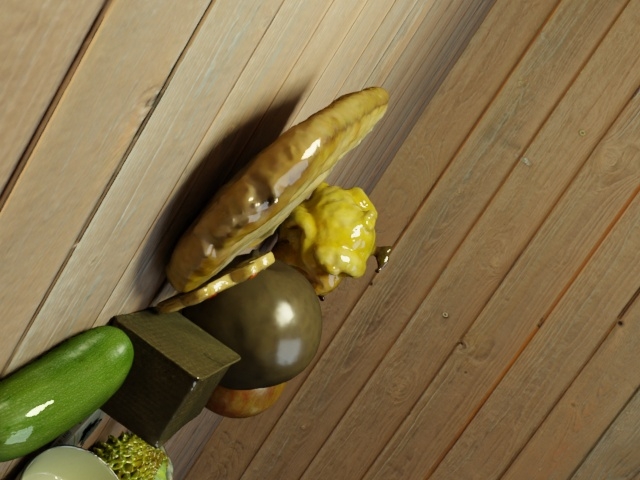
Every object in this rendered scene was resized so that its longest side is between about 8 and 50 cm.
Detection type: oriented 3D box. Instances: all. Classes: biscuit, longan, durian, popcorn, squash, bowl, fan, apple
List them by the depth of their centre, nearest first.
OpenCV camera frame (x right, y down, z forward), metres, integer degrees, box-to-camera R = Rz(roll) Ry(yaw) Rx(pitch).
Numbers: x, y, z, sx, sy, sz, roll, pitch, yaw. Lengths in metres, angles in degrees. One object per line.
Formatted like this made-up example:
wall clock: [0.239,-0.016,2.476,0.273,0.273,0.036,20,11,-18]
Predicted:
squash: [-0.355,0.202,1.182,0.107,0.107,0.395,-58,172,19]
bowl: [-0.443,0.473,1.468,0.126,0.237,0.238,-32,-176,25]
biscuit: [-0.102,-0.076,1.504,0.429,0.104,0.446,-43,179,31]
biscuit: [-0.173,0.073,1.581,0.153,0.030,0.234,-16,-172,46]
fan: [-0.434,0.367,1.635,0.083,0.004,0.056,-55,177,34]
longan: [-0.136,0.161,1.774,0.297,0.297,0.297,-54,173,-9]
durian: [-0.431,0.510,1.847,0.237,0.177,0.200,-54,166,-62]
apple: [-0.189,0.271,2.047,0.264,0.264,0.264,-54,173,-9]
popcorn: [0.000,0.000,2.143,0.316,0.281,0.297,-42,-154,9]

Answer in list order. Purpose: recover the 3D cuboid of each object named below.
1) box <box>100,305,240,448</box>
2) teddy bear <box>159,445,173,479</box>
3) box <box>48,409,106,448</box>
box: [-0.274,0.224,1.514,0.143,0.184,0.273,-57,174,6]
teddy bear: [-0.471,0.713,2.015,0.328,0.375,0.362,0,-162,45]
box: [-0.445,0.350,1.601,0.167,0.024,0.090,-51,173,-37]
